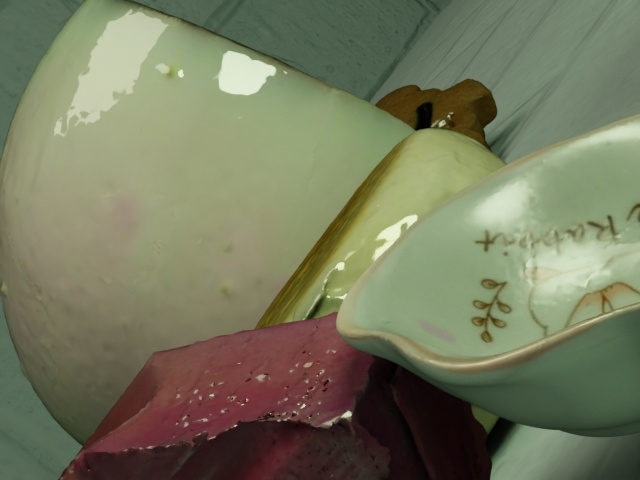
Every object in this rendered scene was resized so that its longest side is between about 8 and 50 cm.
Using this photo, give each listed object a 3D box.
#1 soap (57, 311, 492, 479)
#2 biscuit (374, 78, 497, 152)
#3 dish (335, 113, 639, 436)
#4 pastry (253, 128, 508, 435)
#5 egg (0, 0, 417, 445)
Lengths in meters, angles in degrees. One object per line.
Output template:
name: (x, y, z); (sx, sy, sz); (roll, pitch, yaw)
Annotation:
soap: (-0.037, 0.143, 0.838); (0.289, 0.182, 0.112); (-51, 4, 32)
biscuit: (0.041, -0.052, 1.774); (0.301, 0.043, 0.278); (-40, 23, -5)
dish: (0.125, 0.022, 0.738); (0.229, 0.081, 0.229); (-21, 17, 7)
pastry: (0.036, 0.061, 1.056); (0.265, 0.133, 0.265); (-50, 5, 6)
egg: (-0.104, 0.019, 1.486); (0.354, 0.354, 0.340); (-169, 103, -84)
